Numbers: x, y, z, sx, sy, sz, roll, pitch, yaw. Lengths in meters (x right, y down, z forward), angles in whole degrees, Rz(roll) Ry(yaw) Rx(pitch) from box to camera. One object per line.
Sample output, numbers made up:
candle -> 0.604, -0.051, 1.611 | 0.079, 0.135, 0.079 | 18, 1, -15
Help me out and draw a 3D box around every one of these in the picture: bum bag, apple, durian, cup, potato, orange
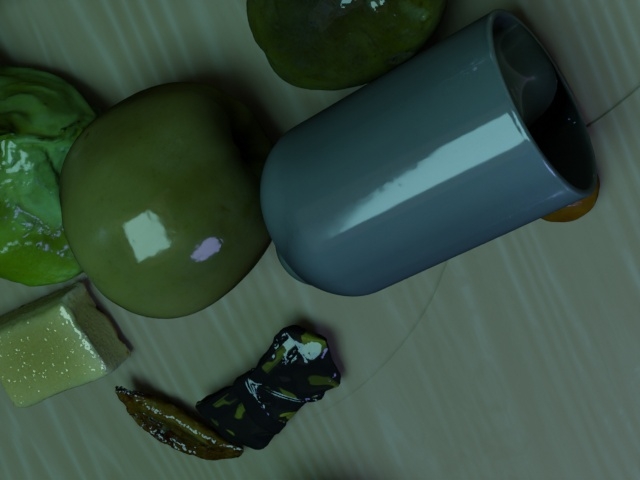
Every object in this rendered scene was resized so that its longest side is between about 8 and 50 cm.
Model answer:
bum bag -> -0.060, 0.186, 1.824 | 0.107, 0.060, 0.232 | 41, 128, -12
apple -> -0.163, -0.045, 1.628 | 0.262, 0.262, 0.262 | 11, 121, 19
durian -> -0.390, -0.088, 1.740 | 0.256, 0.204, 0.339 | 7, 121, 8
cup -> 0.102, -0.078, 1.488 | 0.312, 0.205, 0.205 | -26, 104, 27
potato -> 0.026, -0.257, 1.489 | 0.228, 0.148, 0.197 | -12, 98, 31
orange -> 0.253, -0.055, 1.546 | 0.086, 0.062, 0.086 | 13, 124, 19

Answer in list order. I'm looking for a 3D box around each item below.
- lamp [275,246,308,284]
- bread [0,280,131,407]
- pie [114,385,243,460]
lamp -> 0.000, 0.000, 1.666 | 0.105, 0.105, 0.105 | 11, 121, 19
bread -> -0.357, 0.141, 1.930 | 0.188, 0.068, 0.125 | -23, 105, 32
pie -> -0.189, 0.251, 1.937 | 0.191, 0.033, 0.088 | 26, 140, 8
